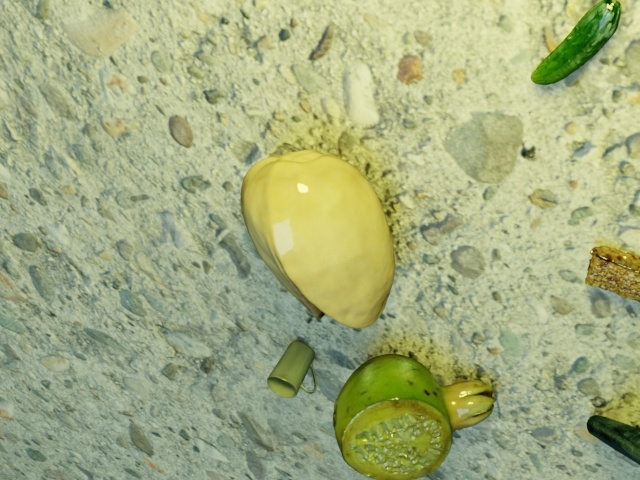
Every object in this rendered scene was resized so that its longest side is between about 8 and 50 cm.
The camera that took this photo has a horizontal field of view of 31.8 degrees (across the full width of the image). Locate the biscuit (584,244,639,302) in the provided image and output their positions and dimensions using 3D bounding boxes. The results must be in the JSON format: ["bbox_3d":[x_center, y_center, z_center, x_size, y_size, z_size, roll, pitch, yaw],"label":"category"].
[{"bbox_3d":[0.429,0.058,1.400,0.199,0.034,0.064,20,141,16],"label":"biscuit"}]

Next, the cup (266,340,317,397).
[{"bbox_3d":[-0.038,0.214,1.853,0.075,0.083,0.054,12,139,24],"label":"cup"}]

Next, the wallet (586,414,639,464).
[{"bbox_3d":[0.469,0.308,1.479,0.191,0.046,0.379,35,180,2],"label":"wallet"}]

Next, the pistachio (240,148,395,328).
[{"bbox_3d":[0.000,0.000,1.503,0.187,0.187,0.299,3,139,32],"label":"pistachio"}]

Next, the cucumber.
[{"bbox_3d":[0.279,-0.210,1.199,0.039,0.039,0.168,35,145,-5],"label":"cucumber"}]

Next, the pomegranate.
[{"bbox_3d":[0.131,0.247,1.733,0.241,0.159,0.190,-36,119,21],"label":"pomegranate"}]
